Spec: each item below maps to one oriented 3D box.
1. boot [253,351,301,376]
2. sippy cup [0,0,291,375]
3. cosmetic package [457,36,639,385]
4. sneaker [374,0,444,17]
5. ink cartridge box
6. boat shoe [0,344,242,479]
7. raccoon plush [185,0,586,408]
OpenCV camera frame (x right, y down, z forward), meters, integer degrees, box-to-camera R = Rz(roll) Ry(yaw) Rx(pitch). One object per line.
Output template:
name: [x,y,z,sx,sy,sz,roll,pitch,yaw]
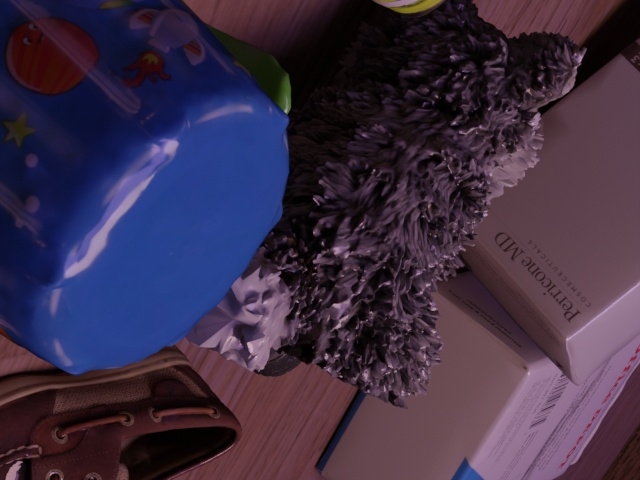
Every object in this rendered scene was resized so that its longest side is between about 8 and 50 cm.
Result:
boot: [0.000,0.000,1.281,0.246,0.083,0.161,-47,150,-13]
sippy cup: [-0.143,-0.059,0.756,0.305,0.224,0.240,-42,155,-22]
cosmetic package: [0.336,-0.060,1.556,0.385,0.217,0.156,-39,155,-7]
sneaker: [0.077,-0.281,0.981,0.121,0.111,0.300,-12,133,-48]
ink cartridge box: [0.217,0.178,1.805,0.395,0.166,0.285,-11,135,-55]
boat shoe: [-0.192,0.177,1.129,0.342,0.123,0.123,-18,140,-51]
raccoon plush: [0.061,-0.050,1.028,0.299,0.216,0.446,-57,-175,4]
